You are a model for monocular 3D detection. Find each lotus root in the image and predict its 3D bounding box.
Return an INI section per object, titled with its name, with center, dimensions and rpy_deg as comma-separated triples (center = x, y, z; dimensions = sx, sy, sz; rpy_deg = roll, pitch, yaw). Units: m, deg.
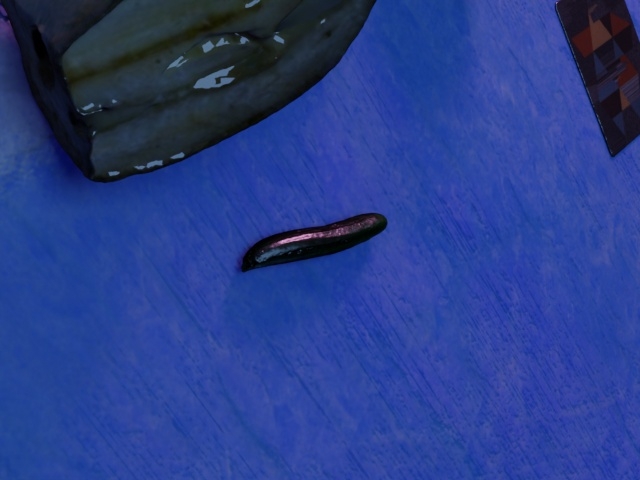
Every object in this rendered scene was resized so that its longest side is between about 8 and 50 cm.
[lotus root]
center = -0.103, -0.202, 0.873
dimensions = 0.314, 0.142, 0.210
rpy_deg = -31, 131, -4

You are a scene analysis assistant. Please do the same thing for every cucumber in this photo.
[cucumber]
center = 0.000, 0.000, 1.054
dimensions = 0.184, 0.036, 0.033
rpy_deg = -13, 102, -40

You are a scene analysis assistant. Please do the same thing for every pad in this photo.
[pad]
center = 0.374, -0.230, 1.392
dimensions = 0.143, 0.003, 0.211
rpy_deg = -36, 108, -35
